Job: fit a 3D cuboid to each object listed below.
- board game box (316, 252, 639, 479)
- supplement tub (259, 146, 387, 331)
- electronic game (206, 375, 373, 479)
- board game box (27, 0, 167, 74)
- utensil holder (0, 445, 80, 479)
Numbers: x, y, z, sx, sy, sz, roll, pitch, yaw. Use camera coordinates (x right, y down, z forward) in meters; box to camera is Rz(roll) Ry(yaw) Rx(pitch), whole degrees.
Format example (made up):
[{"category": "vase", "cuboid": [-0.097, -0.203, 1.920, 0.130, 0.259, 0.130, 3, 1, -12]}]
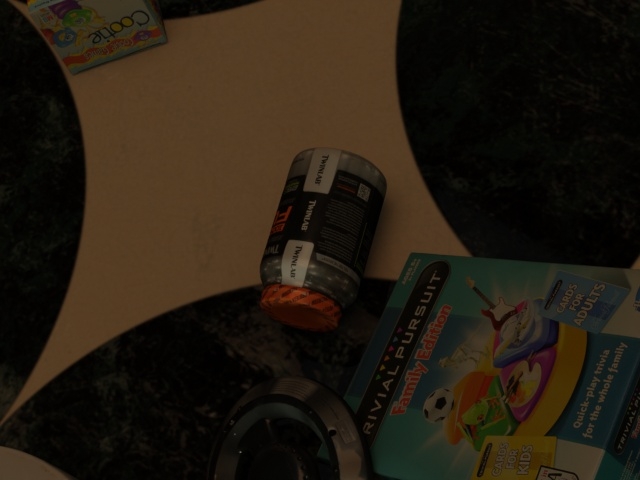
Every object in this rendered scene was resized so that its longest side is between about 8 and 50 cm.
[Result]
[{"category": "board game box", "cuboid": [0.179, 0.145, 1.232, 0.336, 0.079, 0.253, 4, 61, 48]}, {"category": "supplement tub", "cuboid": [0.000, 0.000, 1.414, 0.117, 0.117, 0.190, 9, 66, 18]}, {"category": "electronic game", "cuboid": [-0.037, 0.255, 1.289, 0.229, 0.048, 0.229, -11, 73, 40]}, {"category": "board game box", "cuboid": [-0.317, -0.390, 1.673, 0.144, 0.142, 0.275, -18, 61, 5]}, {"category": "utensil holder", "cuboid": [-0.256, 0.383, 1.136, 0.328, 0.385, 0.327, -6, 62, 12]}]
